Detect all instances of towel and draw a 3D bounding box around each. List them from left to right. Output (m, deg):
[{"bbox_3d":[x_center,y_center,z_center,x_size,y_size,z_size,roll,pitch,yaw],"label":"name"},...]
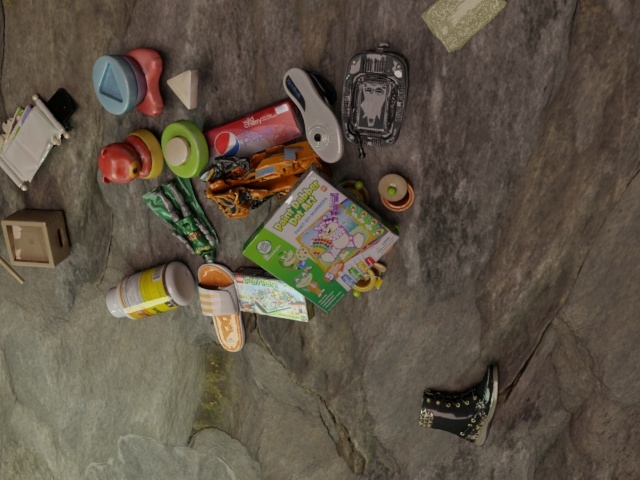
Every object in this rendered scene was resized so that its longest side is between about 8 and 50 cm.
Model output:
[{"bbox_3d":[0.288,-0.460,1.389,0.148,0.027,0.110,-38,102,25],"label":"towel"}]

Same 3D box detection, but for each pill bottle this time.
[{"bbox_3d":[-0.439,0.134,1.780,0.215,0.117,0.117,-17,109,20],"label":"pill bottle"}]

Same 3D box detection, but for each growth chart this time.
[{"bbox_3d":[-0.722,-0.242,1.702,0.237,0.021,0.172,-43,77,25],"label":"growth chart"}]

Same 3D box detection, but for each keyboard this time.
[{"bbox_3d":[-0.657,-0.277,1.699,0.192,0.038,0.100,-38,78,26],"label":"keyboard"}]

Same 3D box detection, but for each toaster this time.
[{"bbox_3d":[0.118,-0.292,1.438,0.129,0.146,0.227,8,115,11],"label":"toaster"}]

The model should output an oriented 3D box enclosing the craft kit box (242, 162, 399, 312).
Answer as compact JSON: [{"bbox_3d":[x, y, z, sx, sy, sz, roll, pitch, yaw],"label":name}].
[{"bbox_3d":[0.000,0.000,1.512,0.246,0.061,0.250,36,110,-13],"label":"craft kit box"}]

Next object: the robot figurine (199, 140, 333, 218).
[{"bbox_3d":[-0.125,-0.131,1.554,0.291,0.085,0.211,-16,150,10],"label":"robot figurine"}]

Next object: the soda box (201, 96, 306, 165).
[{"bbox_3d":[-0.161,-0.241,1.557,0.263,0.092,0.083,-17,108,20],"label":"soda box"}]

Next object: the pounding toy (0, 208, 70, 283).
[{"bbox_3d":[-0.771,0.015,1.816,0.206,0.094,0.181,3,114,12],"label":"pounding toy"}]

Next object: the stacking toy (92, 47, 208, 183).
[{"bbox_3d":[-0.394,-0.258,1.527,0.279,0.130,0.309,15,118,36],"label":"stacking toy"}]

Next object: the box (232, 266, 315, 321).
[{"bbox_3d":[-0.117,0.132,1.716,0.207,0.036,0.114,5,117,30],"label":"box"}]

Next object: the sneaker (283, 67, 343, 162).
[{"bbox_3d":[0.012,-0.271,1.480,0.079,0.121,0.217,-27,86,30],"label":"sneaker"}]

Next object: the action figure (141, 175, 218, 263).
[{"bbox_3d":[-0.325,-0.039,1.709,0.137,0.063,0.232,-25,110,19],"label":"action figure"}]

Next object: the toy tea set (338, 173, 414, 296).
[{"bbox_3d":[0.086,-0.016,1.584,0.200,0.124,0.336,23,117,2],"label":"toy tea set"}]

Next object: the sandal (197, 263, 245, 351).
[{"bbox_3d":[-0.253,0.186,1.783,0.102,0.076,0.265,-6,112,16],"label":"sandal"}]

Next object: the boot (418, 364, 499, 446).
[{"bbox_3d":[0.347,0.401,1.737,0.178,0.085,0.236,12,117,10],"label":"boot"}]
